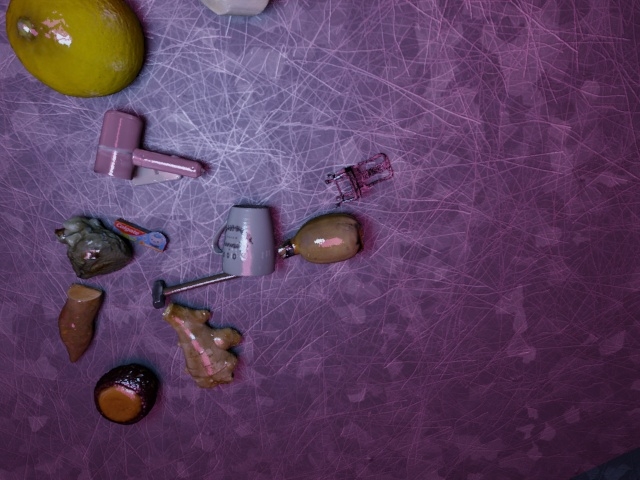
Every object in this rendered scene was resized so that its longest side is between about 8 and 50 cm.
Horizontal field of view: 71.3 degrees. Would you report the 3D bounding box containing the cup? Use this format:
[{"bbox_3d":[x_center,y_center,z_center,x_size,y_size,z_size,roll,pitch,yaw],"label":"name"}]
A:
[{"bbox_3d":[-0.285,-0.009,1.593,0.258,0.186,0.233,6,100,26],"label":"cup"}]

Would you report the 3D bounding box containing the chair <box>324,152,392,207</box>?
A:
[{"bbox_3d":[0.140,-0.216,1.553,0.229,0.113,0.106,-22,108,10],"label":"chair"}]

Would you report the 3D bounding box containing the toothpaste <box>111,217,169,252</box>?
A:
[{"bbox_3d":[-0.654,-0.027,1.635,0.194,0.044,0.070,24,104,-8],"label":"toothpaste"}]

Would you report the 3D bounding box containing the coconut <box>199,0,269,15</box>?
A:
[{"bbox_3d":[-0.268,-0.777,1.285,0.266,0.238,0.237,-18,113,-41],"label":"coconut"}]

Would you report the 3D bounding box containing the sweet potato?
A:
[{"bbox_3d":[-0.934,0.331,1.705,0.131,0.131,0.336,20,105,-6],"label":"sweet potato"}]

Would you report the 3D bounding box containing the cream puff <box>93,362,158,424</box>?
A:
[{"bbox_3d":[-0.761,0.599,1.765,0.239,0.165,0.238,0,107,0],"label":"cream puff"}]

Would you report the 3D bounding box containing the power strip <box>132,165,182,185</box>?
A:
[{"bbox_3d":[-0.582,-0.244,1.573,0.192,0.035,0.081,-8,105,2],"label":"power strip"}]

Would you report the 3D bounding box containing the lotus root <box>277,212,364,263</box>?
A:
[{"bbox_3d":[0.000,0.000,1.578,0.310,0.182,0.182,-12,107,4],"label":"lotus root"}]

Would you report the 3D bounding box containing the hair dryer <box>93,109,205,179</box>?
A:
[{"bbox_3d":[-0.559,-0.292,1.501,0.353,0.125,0.210,12,93,-8],"label":"hair dryer"}]

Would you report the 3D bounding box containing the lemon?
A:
[{"bbox_3d":[-0.727,-0.592,1.308,0.365,0.364,0.363,0,107,0],"label":"lemon"}]

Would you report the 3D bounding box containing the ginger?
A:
[{"bbox_3d":[-0.441,0.391,1.707,0.237,0.166,0.375,-13,116,11],"label":"ginger"}]

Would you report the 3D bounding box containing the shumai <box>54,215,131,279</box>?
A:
[{"bbox_3d":[-0.811,0.013,1.589,0.218,0.189,0.256,57,139,6],"label":"shumai"}]

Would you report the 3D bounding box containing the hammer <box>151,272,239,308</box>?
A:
[{"bbox_3d":[-0.450,0.161,1.676,0.366,0.111,0.043,-15,134,-3],"label":"hammer"}]
